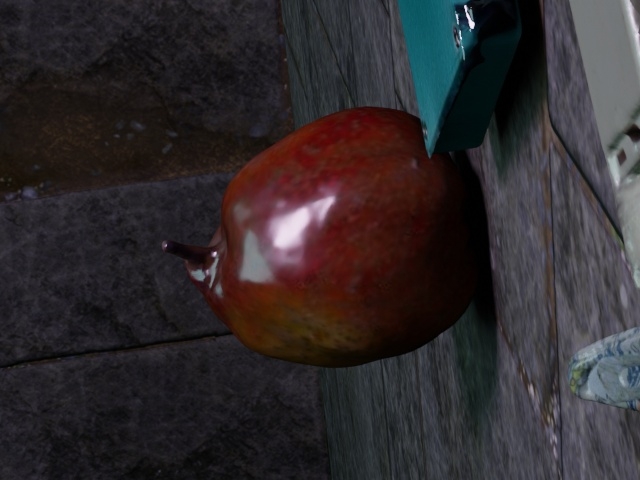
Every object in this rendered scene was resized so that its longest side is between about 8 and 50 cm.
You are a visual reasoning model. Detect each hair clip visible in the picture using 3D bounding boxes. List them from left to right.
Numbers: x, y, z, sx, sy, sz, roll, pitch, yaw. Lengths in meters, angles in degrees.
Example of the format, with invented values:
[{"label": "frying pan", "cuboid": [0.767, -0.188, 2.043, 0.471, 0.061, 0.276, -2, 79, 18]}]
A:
[{"label": "hair clip", "cuboid": [0.163, 0.059, 0.883, 0.229, 0.036, 0.066, 149, 108, -79]}]

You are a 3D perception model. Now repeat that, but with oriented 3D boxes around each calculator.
[{"label": "calculator", "cuboid": [0.084, -0.208, 1.268, 0.248, 0.058, 0.274, 94, 167, -74]}]

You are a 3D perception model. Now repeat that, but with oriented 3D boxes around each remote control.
[{"label": "remote control", "cuboid": [0.142, -0.116, 0.874, 0.123, 0.038, 0.285, 96, 164, -78]}]

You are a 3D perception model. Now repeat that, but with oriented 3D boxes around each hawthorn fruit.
[{"label": "hawthorn fruit", "cuboid": [0.000, 0.000, 1.509, 0.208, 0.248, 0.208, 175, 90, -89]}]
